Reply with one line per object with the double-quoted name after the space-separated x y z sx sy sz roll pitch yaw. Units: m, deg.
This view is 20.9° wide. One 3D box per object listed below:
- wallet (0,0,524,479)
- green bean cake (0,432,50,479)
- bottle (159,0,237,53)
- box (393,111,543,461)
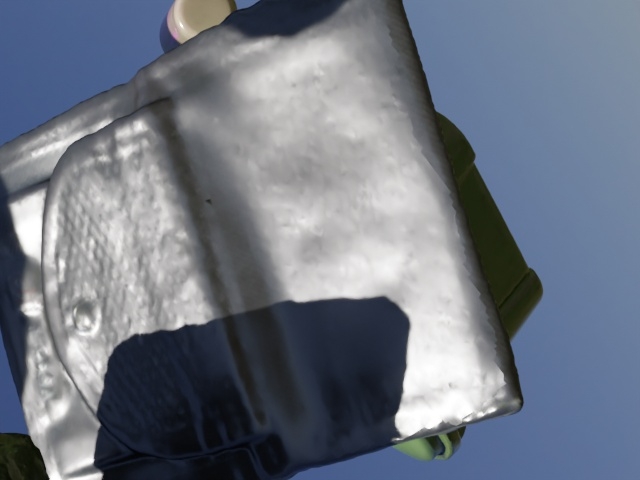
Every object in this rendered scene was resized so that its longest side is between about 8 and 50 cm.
-0.060 0.014 0.945 0.041 0.323 0.247 -8 -101 -59 "wallet"
-0.199 0.192 0.881 0.094 0.173 0.181 -70 -39 -63 "green bean cake"
-0.078 -0.139 1.117 0.045 0.045 0.096 51 170 -3 "bottle"
0.000 0.000 1.325 0.329 0.178 0.252 26 153 47 "box"
